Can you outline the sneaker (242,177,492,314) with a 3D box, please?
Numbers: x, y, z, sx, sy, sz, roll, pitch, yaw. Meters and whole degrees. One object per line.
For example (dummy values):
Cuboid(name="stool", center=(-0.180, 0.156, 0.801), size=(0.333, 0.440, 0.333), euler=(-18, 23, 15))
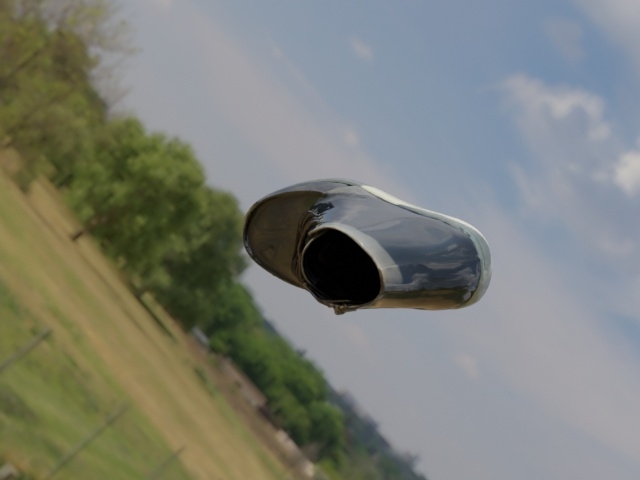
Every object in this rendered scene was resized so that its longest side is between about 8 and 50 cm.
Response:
Cuboid(name="sneaker", center=(0.000, 0.000, 1.014), size=(0.222, 0.083, 0.118), euler=(10, 8, 43))
